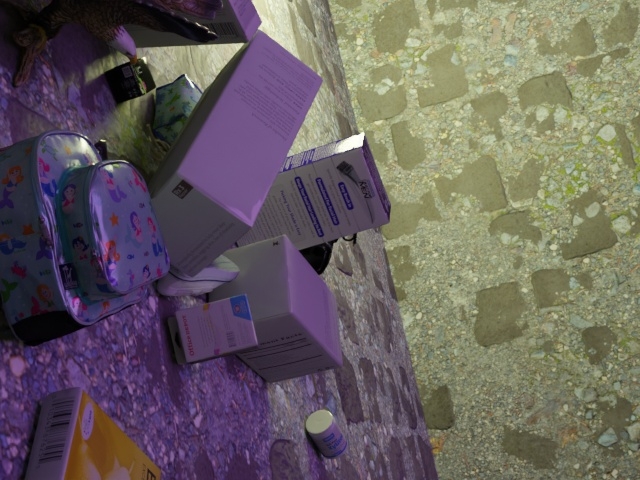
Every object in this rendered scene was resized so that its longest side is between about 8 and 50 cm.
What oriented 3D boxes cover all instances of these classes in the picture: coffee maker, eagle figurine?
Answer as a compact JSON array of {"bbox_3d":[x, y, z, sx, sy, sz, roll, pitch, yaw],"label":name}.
[{"bbox_3d":[0.000,0.000,2.397,0.178,0.171,0.120,-74,162,-61],"label":"coffee maker"},{"bbox_3d":[-0.302,-0.352,1.372,0.225,0.298,0.226,20,55,-72],"label":"eagle figurine"}]

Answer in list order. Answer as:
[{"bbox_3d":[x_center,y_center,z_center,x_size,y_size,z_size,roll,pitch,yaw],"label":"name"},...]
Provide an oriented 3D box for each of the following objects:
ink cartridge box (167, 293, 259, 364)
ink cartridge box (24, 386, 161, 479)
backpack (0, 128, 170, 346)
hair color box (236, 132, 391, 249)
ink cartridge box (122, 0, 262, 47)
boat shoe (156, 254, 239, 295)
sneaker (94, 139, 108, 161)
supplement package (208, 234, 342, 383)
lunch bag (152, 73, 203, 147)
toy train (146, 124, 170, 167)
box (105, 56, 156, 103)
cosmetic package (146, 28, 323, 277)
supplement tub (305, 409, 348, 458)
[{"bbox_3d":[-0.186,0.158,1.609,0.090,0.143,0.092,94,-17,-80],"label":"ink cartridge box"},{"bbox_3d":[-0.270,0.395,1.163,0.303,0.072,0.307,-92,158,-44],"label":"ink cartridge box"},{"bbox_3d":[-0.323,-0.017,1.192,0.253,0.191,0.225,68,15,-2],"label":"backpack"},{"bbox_3d":[-0.035,-0.089,2.015,0.110,0.339,0.185,-75,146,-63],"label":"hair color box"},{"bbox_3d":[-0.279,-0.449,1.577,0.066,0.296,0.261,-63,143,-32],"label":"ink cartridge box"},{"bbox_3d":[-0.228,0.061,1.673,0.083,0.076,0.226,40,12,21],"label":"boat shoe"},{"bbox_3d":[-0.337,-0.069,1.436,0.170,0.051,0.089,69,19,-6],"label":"sneaker"},{"bbox_3d":[-0.090,0.146,1.885,0.293,0.175,0.177,54,26,-54],"label":"supplement package"},{"bbox_3d":[-0.257,-0.226,1.820,0.151,0.096,0.129,45,30,-44],"label":"lunch bag"},{"bbox_3d":[-0.255,-0.121,1.746,0.248,0.105,0.143,62,1,-16],"label":"toy train"},{"bbox_3d":[-0.339,-0.288,1.661,0.083,0.052,0.062,-67,140,-69],"label":"box"},{"bbox_3d":[-0.161,-0.152,1.580,0.156,0.217,0.385,34,51,-17],"label":"cosmetic package"},{"bbox_3d":[0.016,0.455,2.165,0.071,0.071,0.107,-89,158,-48],"label":"supplement tub"}]
